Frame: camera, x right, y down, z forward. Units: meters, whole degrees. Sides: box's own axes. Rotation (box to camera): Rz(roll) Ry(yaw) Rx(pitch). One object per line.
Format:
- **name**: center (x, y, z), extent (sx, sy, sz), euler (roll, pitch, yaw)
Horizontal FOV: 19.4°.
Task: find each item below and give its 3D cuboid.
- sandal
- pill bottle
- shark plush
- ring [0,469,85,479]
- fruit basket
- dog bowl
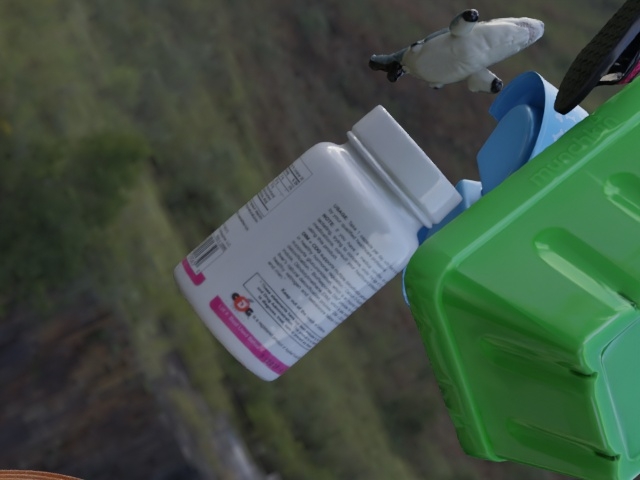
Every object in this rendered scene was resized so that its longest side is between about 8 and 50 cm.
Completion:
- **sandal**: center (0.260, -0.168, 1.542), extent (0.040, 0.179, 0.067), euler (37, 11, -16)
- **pill bottle**: center (0.000, 0.000, 1.955), extent (0.160, 0.283, 0.160), euler (49, 4, -5)
- **shark plush**: center (0.112, -0.154, 1.593), extent (0.161, 0.067, 0.073), euler (-22, -77, 44)
- **ring**: center (-0.328, 0.313, 1.798), extent (0.336, 0.336, 0.032), euler (-125, -148, -64)
- **fruit basket**: center (0.223, 0.013, 1.641), extent (0.392, 0.392, 0.283), euler (-122, -171, -52)
- **dog bowl**: center (0.189, -0.039, 1.995), extent (0.074, 0.297, 0.166), euler (22, 32, -18)
